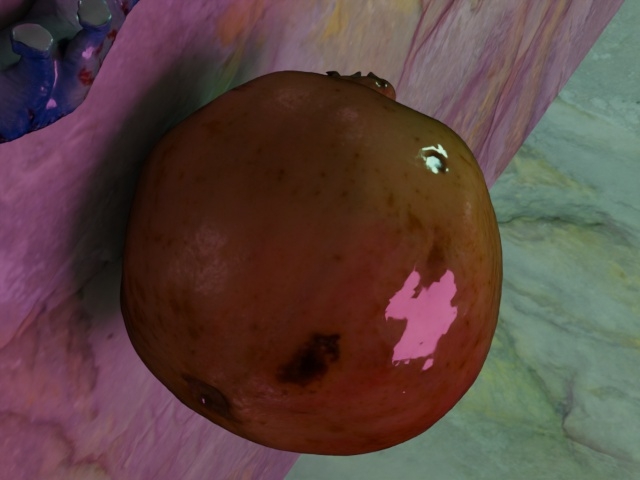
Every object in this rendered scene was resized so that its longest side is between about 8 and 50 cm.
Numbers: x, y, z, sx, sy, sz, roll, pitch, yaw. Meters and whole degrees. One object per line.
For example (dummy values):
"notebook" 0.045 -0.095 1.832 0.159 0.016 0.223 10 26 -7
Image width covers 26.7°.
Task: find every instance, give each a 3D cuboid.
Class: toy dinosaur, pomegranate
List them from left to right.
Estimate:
"toy dinosaur" -0.171 -0.108 0.806 0.329 0.076 0.144 -50 168 -27
"pomegranate" 0.000 0.000 1.112 0.342 0.343 0.342 -53 163 -24
